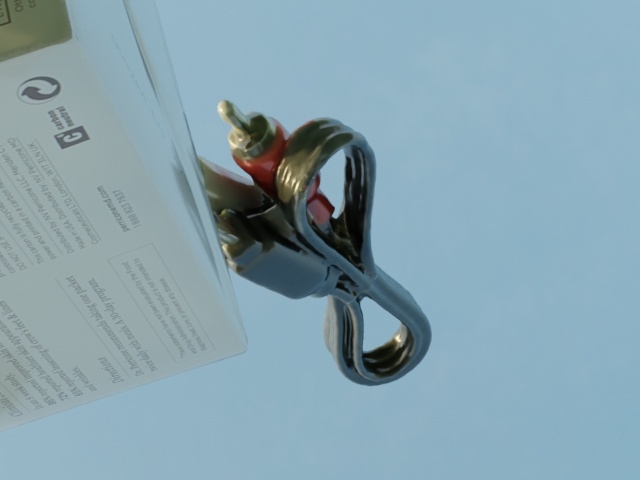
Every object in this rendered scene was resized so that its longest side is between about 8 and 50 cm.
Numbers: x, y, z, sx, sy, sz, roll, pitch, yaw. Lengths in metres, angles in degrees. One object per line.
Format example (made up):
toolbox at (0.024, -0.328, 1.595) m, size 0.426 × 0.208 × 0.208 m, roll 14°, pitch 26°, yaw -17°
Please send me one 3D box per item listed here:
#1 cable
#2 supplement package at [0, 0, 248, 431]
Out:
cable at (0.000, 0.000, 0.915) m, size 0.139 × 0.287 × 0.072 m, roll -43°, pitch -122°, yaw 10°
supplement package at (-0.190, -0.044, 0.512) m, size 0.263 × 0.199 × 0.198 m, roll -18°, pitch -120°, yaw 2°
